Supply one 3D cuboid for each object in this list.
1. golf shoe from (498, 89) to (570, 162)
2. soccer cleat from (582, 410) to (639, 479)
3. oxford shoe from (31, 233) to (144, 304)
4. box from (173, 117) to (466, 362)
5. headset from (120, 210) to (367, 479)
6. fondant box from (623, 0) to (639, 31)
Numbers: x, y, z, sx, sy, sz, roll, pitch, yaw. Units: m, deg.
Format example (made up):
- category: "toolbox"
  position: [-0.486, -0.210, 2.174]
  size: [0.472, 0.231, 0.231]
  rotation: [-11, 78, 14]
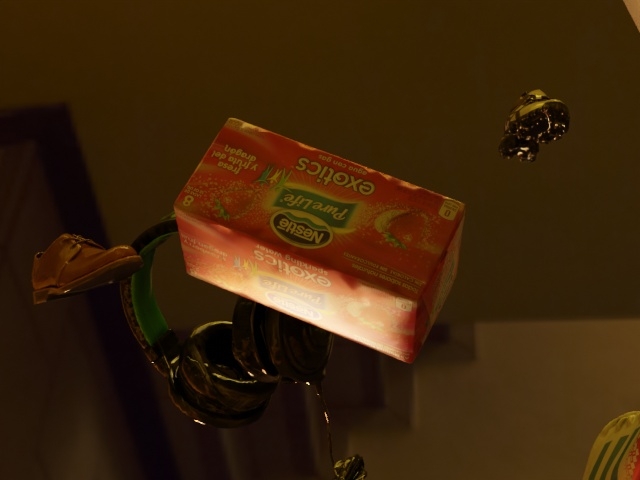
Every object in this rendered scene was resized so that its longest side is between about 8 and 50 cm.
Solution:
- category: "golf shoe"
  position: [0.301, -0.179, 1.901]
  size: [0.198, 0.077, 0.094]
  rotation: [136, -32, -73]
- category: "soccer cleat"
  position: [0.360, 0.222, 1.458]
  size: [0.143, 0.116, 0.331]
  rotation: [-102, -148, -46]
- category: "oxford shoe"
  position: [-0.285, 0.025, 1.588]
  size: [0.076, 0.212, 0.076]
  rotation: [-8, 86, -43]
- category: "box"
  position: [0.000, 0.000, 1.304]
  size: [0.128, 0.257, 0.122]
  rotation: [89, 26, -58]
- category: "headset"
  position: [-0.087, 0.146, 1.575]
  size: [0.394, 0.243, 0.185]
  rotation: [49, 38, -4]
- category: "fondant box"
  position: [0.299, -0.239, 0.757]
  size: [0.330, 0.096, 0.238]
  rotation: [-50, 130, -12]
